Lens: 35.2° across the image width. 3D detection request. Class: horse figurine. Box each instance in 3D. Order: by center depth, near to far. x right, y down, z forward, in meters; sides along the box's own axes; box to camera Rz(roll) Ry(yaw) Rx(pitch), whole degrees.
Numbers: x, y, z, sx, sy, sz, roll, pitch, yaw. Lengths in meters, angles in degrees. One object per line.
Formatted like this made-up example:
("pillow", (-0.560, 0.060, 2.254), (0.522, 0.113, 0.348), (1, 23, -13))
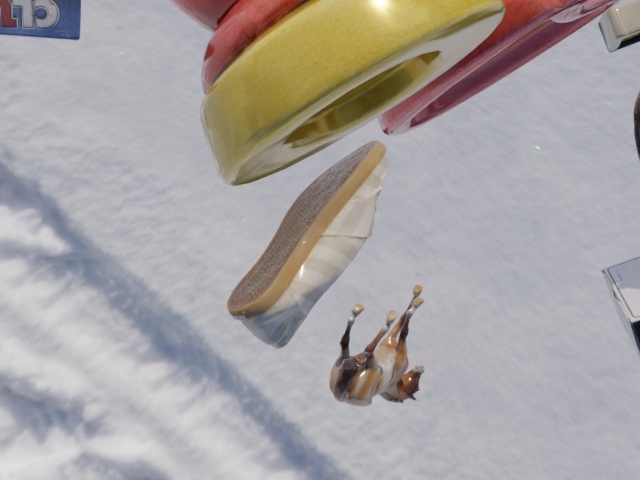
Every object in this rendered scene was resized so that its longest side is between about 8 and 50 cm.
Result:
("horse figurine", (0.075, 0.158, 1.341), (0.066, 0.263, 0.174), (26, 109, 25))

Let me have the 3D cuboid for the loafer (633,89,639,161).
("loafer", (0.372, -0.056, 1.011), (0.134, 0.130, 0.366), (-50, 137, -8))

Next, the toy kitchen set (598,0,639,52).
("toy kitchen set", (0.441, -0.195, 1.183), (0.166, 0.122, 0.207), (-21, 80, 12))

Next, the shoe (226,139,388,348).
("shoe", (0.000, 0.000, 0.886), (0.058, 0.077, 0.219), (48, 62, -21))

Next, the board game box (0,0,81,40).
("board game box", (-0.309, -0.173, 0.722), (0.243, 0.165, 0.042), (-1, 101, -24))

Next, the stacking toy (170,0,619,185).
("stacking toy", (0.077, -0.159, 0.432), (0.280, 0.309, 0.130), (-33, 88, 22))

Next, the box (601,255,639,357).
("box", (0.532, 0.055, 1.313), (0.290, 0.169, 0.087), (-21, 110, 10))
